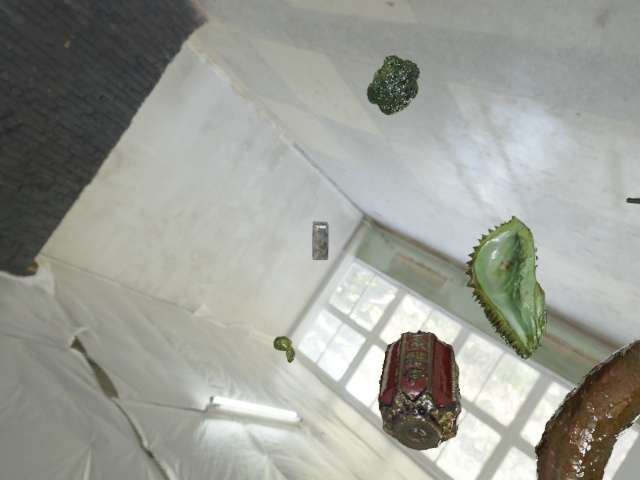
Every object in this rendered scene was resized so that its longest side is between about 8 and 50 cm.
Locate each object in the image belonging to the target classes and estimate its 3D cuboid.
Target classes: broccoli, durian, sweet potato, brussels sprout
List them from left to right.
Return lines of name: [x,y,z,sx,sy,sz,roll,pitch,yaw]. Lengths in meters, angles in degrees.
brussels sprout: [-0.097,0.310,1.403,0.051,0.046,0.083,-28,107,42]
broccoli: [0.202,-0.422,1.326,0.146,0.162,0.138,32,-164,-47]
durian: [0.512,0.129,1.300,0.198,0.394,0.163,-26,135,34]
sweet potato: [0.354,0.275,0.667,0.092,0.341,0.114,23,-172,-2]

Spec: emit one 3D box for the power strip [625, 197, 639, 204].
power strip: [0.936,-0.116,1.247,0.198,0.064,0.213,-4,-168,-23]

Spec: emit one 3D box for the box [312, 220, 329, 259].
box: [0.000,0.000,1.258,0.045,0.098,0.062,1,-171,-1]

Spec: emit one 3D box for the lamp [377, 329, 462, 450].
lamp: [0.214,0.318,1.062,0.177,0.177,0.274,34,-152,-5]
